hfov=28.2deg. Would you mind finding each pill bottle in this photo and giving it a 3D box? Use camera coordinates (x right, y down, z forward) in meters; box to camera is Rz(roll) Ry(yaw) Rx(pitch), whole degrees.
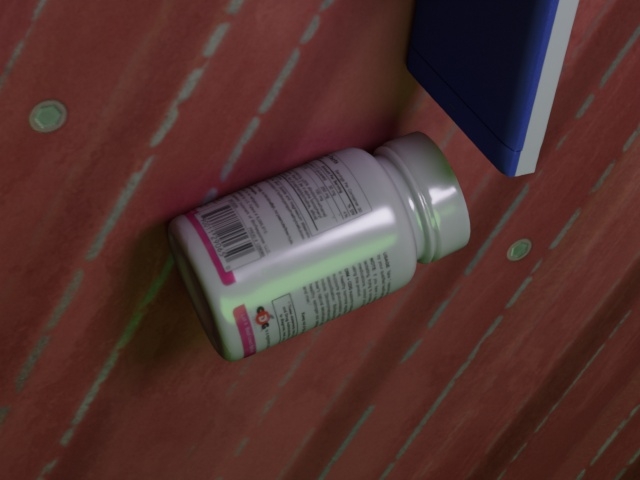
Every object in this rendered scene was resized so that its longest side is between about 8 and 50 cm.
[{"bbox_3d":[0.000,0.000,1.315,0.283,0.160,0.160,-23,135,-13],"label":"pill bottle"}]

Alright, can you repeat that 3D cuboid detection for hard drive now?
[{"bbox_3d":[0.161,-0.247,1.162,0.040,0.210,0.319,-11,132,-23],"label":"hard drive"}]
